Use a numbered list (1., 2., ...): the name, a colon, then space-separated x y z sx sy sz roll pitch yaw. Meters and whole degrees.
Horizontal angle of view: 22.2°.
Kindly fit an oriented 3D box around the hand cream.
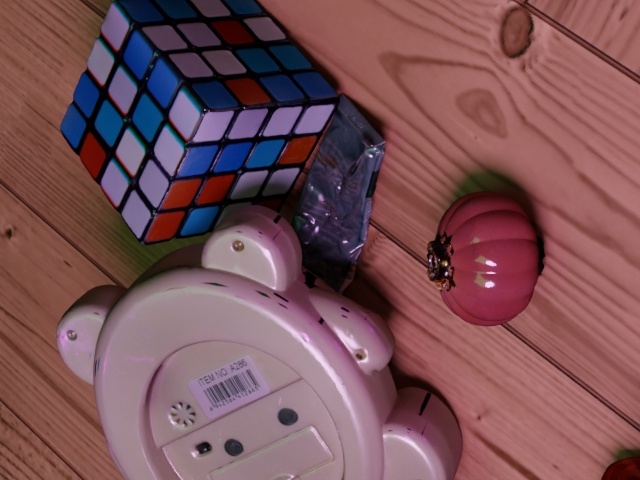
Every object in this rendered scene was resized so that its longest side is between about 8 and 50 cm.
1. hand cream: 0.000 0.000 1.431 0.075 0.052 0.248 33 123 27

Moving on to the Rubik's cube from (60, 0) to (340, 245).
1. Rubik's cube: -0.107 -0.108 1.406 0.151 0.154 0.155 51 130 25

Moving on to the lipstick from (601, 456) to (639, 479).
1. lipstick: 0.233 0.308 1.325 0.073 0.073 0.279 26 121 32

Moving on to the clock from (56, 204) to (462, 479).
1. clock: -0.060 0.142 1.408 0.284 0.114 0.309 -27 101 25

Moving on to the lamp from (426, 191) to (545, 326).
1. lamp: 0.131 0.015 1.296 0.107 0.092 0.107 176 90 -74
